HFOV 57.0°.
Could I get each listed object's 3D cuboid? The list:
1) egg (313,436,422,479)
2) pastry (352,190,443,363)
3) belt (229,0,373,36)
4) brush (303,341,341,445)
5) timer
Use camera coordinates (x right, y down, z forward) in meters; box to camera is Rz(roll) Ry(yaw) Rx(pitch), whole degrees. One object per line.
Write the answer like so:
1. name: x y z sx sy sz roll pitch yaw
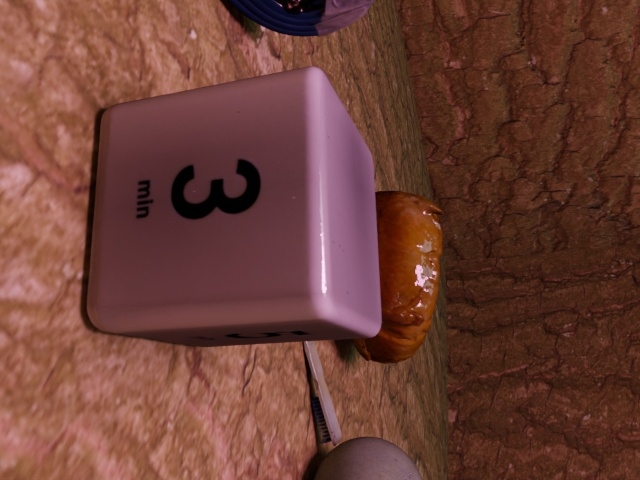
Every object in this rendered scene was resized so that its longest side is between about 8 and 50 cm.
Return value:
1. egg: 0.069 0.376 0.854 0.236 0.169 0.169 47 38 -84
2. pastry: 0.138 0.061 1.117 0.356 0.163 0.356 5 90 -87
3. belt: -0.050 -0.386 0.665 0.347 0.212 0.117 42 43 -60
4. brush: -0.004 0.231 0.924 0.033 0.030 0.179 -13 86 -58
5. timer: -0.061 -0.012 0.520 0.194 0.194 0.193 40 46 -68
